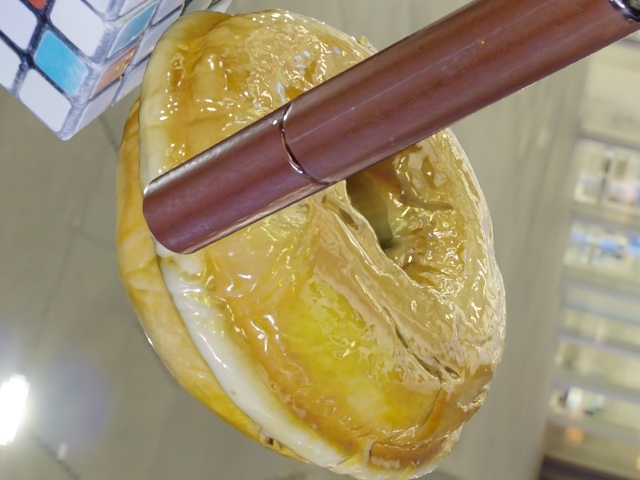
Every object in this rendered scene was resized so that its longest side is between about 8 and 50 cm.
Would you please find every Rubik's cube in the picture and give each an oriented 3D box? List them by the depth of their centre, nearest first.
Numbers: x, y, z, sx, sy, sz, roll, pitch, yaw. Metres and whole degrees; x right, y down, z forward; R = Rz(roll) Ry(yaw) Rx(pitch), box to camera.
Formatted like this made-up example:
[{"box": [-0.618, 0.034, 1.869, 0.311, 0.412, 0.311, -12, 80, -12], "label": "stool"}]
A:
[{"box": [-0.207, -0.295, 1.558, 0.259, 0.256, 0.253, -43, 174, -37], "label": "Rubik's cube"}]

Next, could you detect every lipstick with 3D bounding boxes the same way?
[{"box": [0.033, -0.074, 0.959, 0.057, 0.357, 0.057, 24, 54, -38], "label": "lipstick"}]

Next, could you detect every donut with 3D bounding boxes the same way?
[{"box": [0.000, 0.000, 1.502, 0.449, 0.198, 0.449, 39, 38, -38], "label": "donut"}]
